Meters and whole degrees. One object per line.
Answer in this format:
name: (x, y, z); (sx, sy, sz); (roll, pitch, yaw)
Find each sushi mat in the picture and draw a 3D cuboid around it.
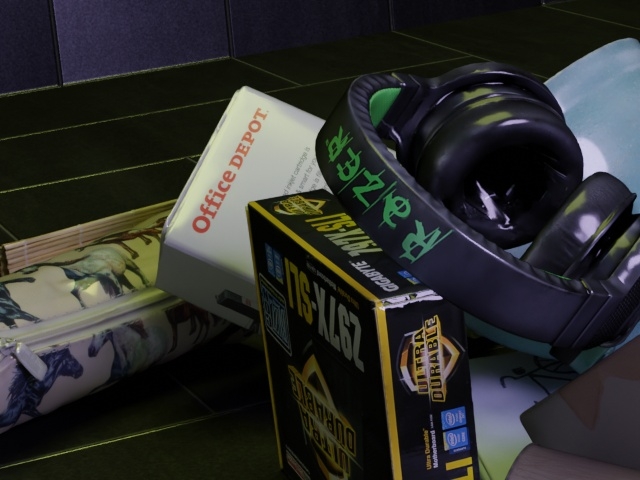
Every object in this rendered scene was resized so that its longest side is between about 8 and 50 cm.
sushi mat: (-0.202, 0.033, 2.076); (0.316, 0.151, 0.019); (-16, 31, -33)

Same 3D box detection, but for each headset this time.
headset: (0.147, 0.001, 1.397); (0.394, 0.185, 0.243); (5, 37, -47)

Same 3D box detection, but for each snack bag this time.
snack bag: (0.279, 0.161, 1.640); (0.342, 0.037, 0.323); (-9, 24, -9)

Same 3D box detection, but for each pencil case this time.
pencil case: (-0.233, 0.080, 1.907); (0.183, 0.160, 0.410); (-1, 15, 46)

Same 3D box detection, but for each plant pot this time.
plant pot: (0.233, -0.005, 1.674); (0.196, 0.293, 0.293); (50, 40, 14)

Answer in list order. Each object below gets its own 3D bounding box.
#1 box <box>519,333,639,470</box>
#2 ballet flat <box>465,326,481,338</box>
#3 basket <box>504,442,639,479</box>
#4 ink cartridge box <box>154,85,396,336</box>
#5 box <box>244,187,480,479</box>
box: (0.294, 0.100, 1.369); (0.148, 0.121, 0.311); (-23, -12, -36)
ballet flat: (0.216, 0.048, 1.961); (0.400, 0.139, 0.139); (3, 18, 15)
basket: (0.235, 0.236, 1.280); (0.227, 0.154, 0.204); (6, 31, 21)
ink cartridge box: (0.000, 0.000, 1.855); (0.273, 0.114, 0.197); (25, 61, 1)
box: (0.033, 0.118, 1.538); (0.079, 0.257, 0.322); (-10, 18, -17)
